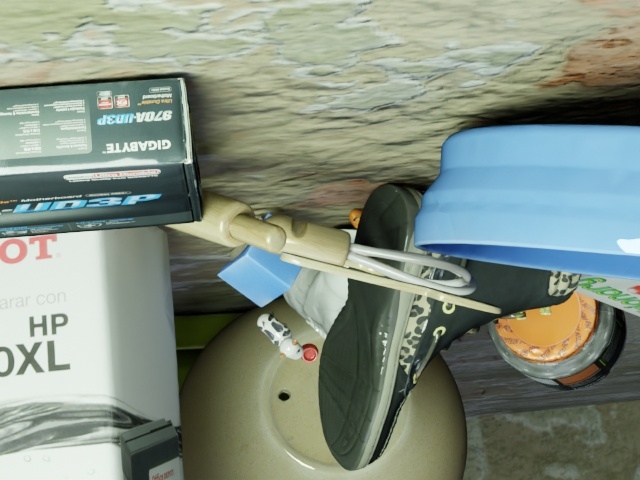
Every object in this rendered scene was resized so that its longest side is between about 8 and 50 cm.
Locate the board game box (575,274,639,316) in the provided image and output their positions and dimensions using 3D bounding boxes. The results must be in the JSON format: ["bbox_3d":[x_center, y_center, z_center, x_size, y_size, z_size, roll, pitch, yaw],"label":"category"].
[{"bbox_3d":[0.329,0.021,1.538,0.193,0.053,0.305,-11,160,38],"label":"board game box"}]

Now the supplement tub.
[{"bbox_3d":[0.218,0.075,1.717,0.117,0.117,0.190,-8,169,12],"label":"supplement tub"}]

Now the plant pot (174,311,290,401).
[{"bbox_3d":[-0.125,0.186,1.898,0.228,0.207,0.227,-2,170,-18],"label":"plant pot"}]

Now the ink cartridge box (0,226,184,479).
[{"bbox_3d":[-0.250,0.180,1.296,0.286,0.394,0.166,-8,167,11],"label":"ink cartridge box"}]

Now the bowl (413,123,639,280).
[{"bbox_3d":[0.254,-0.013,1.162,0.391,0.077,0.391,6,177,0],"label":"bowl"}]

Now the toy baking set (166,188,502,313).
[{"bbox_3d":[-0.006,-0.001,1.218,0.197,0.030,0.256,12,-177,-38],"label":"toy baking set"}]

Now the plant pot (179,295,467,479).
[{"bbox_3d":[0.005,0.167,1.692,0.284,0.284,0.191,-4,164,-6],"label":"plant pot"}]

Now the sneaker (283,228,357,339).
[{"bbox_3d":[0.017,0.049,1.540,0.090,0.094,0.235,-5,173,-13],"label":"sneaker"}]

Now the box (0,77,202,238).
[{"bbox_3d":[-0.180,-0.041,1.066,0.220,0.051,0.175,-4,170,-3],"label":"box"}]

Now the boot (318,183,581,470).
[{"bbox_3d":[0.101,0.064,1.398,0.179,0.236,0.085,-4,-149,-30],"label":"boot"}]

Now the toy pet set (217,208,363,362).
[{"bbox_3d":[-0.008,0.027,1.382,0.114,0.122,0.065,37,-171,-15],"label":"toy pet set"}]
